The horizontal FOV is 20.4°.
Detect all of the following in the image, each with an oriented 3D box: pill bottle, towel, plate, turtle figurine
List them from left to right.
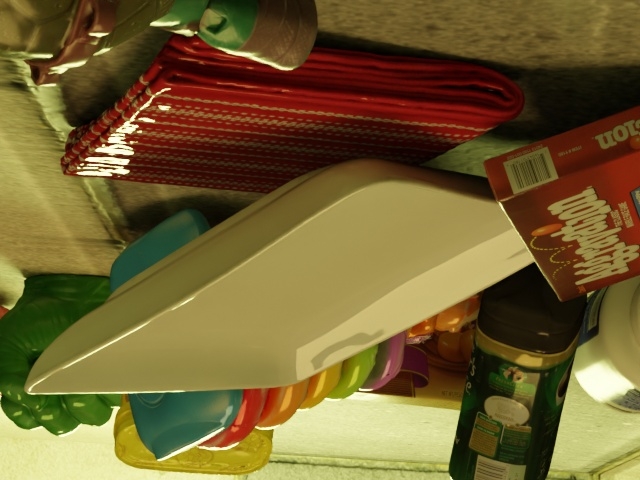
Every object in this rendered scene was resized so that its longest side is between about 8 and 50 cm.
[{"bbox_3d":[-0.091,-0.112,0.605,0.234,0.118,0.175,5,170,-34],"label":"turtle figurine"},{"bbox_3d":[-0.027,-0.064,1.006,0.199,0.031,0.275,5,170,-19],"label":"towel"},{"bbox_3d":[-0.002,0.021,1.081,0.278,0.045,0.277,-30,161,30],"label":"plate"},{"bbox_3d":[0.261,0.070,1.363,0.112,0.112,0.186,4,169,-4],"label":"pill bottle"}]

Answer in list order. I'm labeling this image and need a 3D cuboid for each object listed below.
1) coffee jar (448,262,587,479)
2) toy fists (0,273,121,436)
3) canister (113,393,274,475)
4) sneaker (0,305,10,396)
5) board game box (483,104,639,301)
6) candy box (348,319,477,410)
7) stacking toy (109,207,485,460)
[{"bbox_3d":[0.154,0.108,1.394,0.079,0.184,0.096,17,-150,15],"label":"coffee jar"},{"bbox_3d":[-0.297,0.102,1.614,0.279,0.142,0.096,2,168,4],"label":"toy fists"},{"bbox_3d":[-0.103,0.099,1.456,0.126,0.170,0.073,5,141,-10],"label":"canister"},{"bbox_3d":[-0.440,0.088,1.745,0.314,0.116,0.136,-3,159,-3],"label":"sneaker"},{"bbox_3d":[0.186,-0.024,1.025,0.145,0.027,0.281,-19,164,10],"label":"board game box"},{"bbox_3d":[0.056,0.078,1.477,0.187,0.109,0.053,8,167,-18],"label":"candy box"},{"bbox_3d":[0.002,0.064,1.367,0.302,0.165,0.175,-5,165,-30],"label":"stacking toy"}]
